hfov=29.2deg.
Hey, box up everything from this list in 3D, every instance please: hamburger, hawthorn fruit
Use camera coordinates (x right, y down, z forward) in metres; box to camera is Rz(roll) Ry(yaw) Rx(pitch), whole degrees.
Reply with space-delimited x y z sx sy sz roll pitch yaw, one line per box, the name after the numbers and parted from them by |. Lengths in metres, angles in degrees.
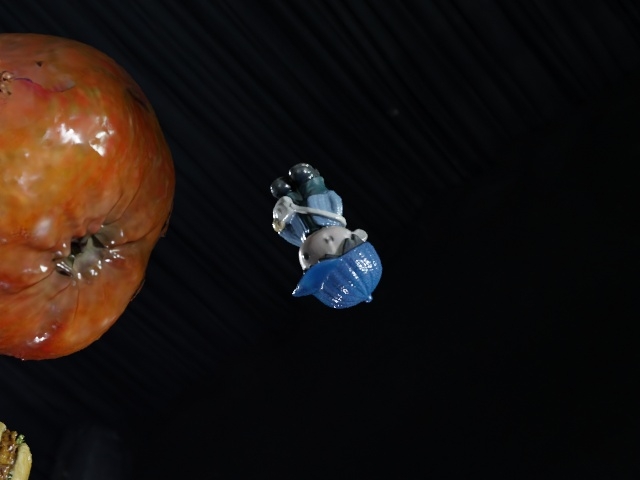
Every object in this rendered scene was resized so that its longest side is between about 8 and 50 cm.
-0.217 0.159 0.775 0.083 0.044 0.076 -44 -164 18 | hamburger
-0.286 -0.046 1.012 0.307 0.276 0.276 18 -119 26 | hawthorn fruit

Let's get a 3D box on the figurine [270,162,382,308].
0.000 0.000 1.204 0.086 0.087 0.149 -35 -122 16 | figurine
